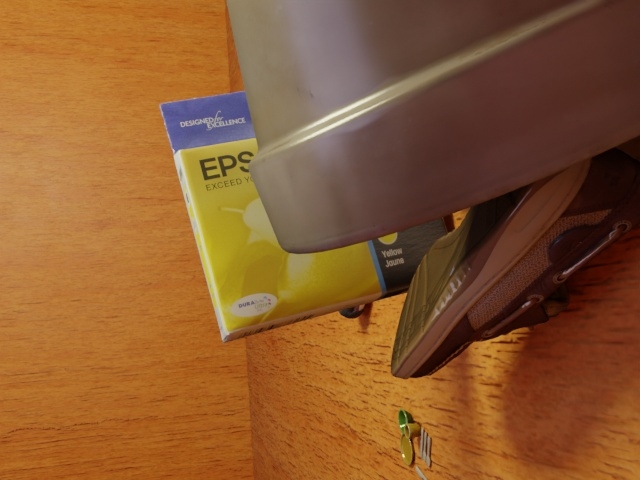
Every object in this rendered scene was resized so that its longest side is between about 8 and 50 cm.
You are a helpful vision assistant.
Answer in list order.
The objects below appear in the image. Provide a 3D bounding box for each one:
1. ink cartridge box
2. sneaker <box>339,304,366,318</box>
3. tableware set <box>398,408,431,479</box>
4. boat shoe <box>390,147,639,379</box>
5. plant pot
[{"bbox_3d":[-0.012,-0.064,0.844,0.072,0.303,0.307,139,116,-69],"label":"ink cartridge box"},{"bbox_3d":[0.000,0.000,1.173,0.106,0.162,0.282,-137,46,-69],"label":"sneaker"},{"bbox_3d":[0.129,0.332,1.015,0.104,0.024,0.154,-137,46,-70],"label":"tableware set"},{"bbox_3d":[0.168,0.040,0.625,0.342,0.123,0.123,117,173,-45],"label":"boat shoe"},{"bbox_3d":[0.061,-0.184,0.438,0.280,0.323,0.323,64,167,-8],"label":"plant pot"}]
